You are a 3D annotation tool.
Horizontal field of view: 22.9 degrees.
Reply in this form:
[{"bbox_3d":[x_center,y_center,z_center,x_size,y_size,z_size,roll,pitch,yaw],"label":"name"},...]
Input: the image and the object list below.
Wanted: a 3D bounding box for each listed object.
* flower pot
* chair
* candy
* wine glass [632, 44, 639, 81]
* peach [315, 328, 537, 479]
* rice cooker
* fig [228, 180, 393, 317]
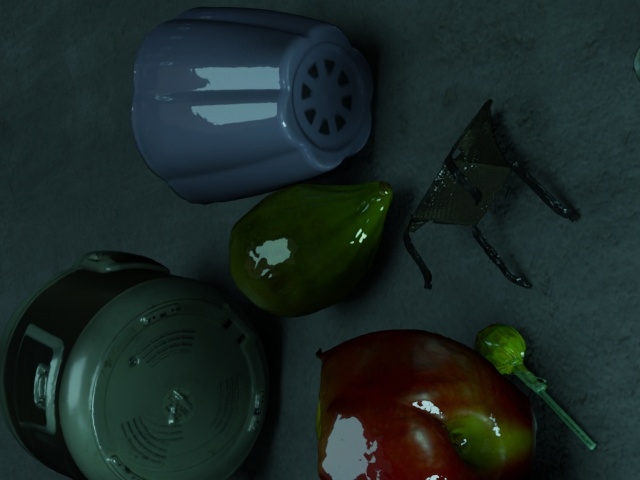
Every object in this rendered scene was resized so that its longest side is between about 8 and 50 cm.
[{"bbox_3d":[-0.072,-0.174,2.036,0.243,0.265,0.265,4,89,42],"label":"flower pot"},{"bbox_3d":[0.164,-0.057,1.751,0.174,0.149,0.213,-62,37,32],"label":"chair"},{"bbox_3d":[0.233,0.161,1.707,0.058,0.062,0.194,-36,53,-8],"label":"candy"},{"bbox_3d":[0.384,-0.115,1.474,0.103,0.103,0.222,-57,44,34],"label":"wine glass"},{"bbox_3d":[0.072,0.233,1.722,0.338,0.281,0.281,-17,71,55],"label":"peach"},{"bbox_3d":[-0.271,0.188,2.185,0.325,0.335,0.335,10,94,56],"label":"rice cooker"},{"bbox_3d":[-0.003,0.008,1.991,0.233,0.167,0.167,-10,74,14],"label":"fig"}]
